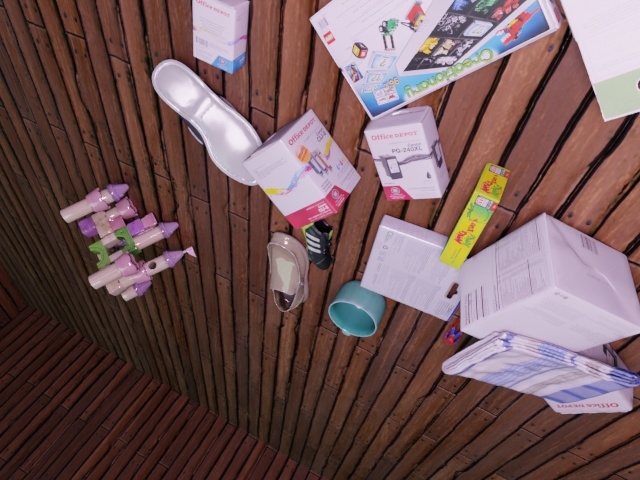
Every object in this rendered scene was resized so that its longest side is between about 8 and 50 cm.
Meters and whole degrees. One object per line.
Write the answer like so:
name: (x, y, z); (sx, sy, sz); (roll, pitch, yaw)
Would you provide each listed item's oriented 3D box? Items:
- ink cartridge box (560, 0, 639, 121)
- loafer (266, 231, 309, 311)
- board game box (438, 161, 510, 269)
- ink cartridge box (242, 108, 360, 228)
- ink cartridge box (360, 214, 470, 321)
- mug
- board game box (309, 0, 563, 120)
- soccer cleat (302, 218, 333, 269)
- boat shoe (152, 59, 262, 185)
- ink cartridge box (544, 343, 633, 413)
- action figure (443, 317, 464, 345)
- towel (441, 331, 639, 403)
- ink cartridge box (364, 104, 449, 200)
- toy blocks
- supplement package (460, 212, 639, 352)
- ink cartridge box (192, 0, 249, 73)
ink cartridge box: (0.389, -0.276, 0.528); (0.171, 0.056, 0.235); (-13, 125, 43)
loafer: (-0.087, 0.094, 1.205); (0.102, 0.092, 0.268); (13, 136, 24)
board game box: (0.273, -0.040, 0.817); (0.043, 0.092, 0.181); (26, 140, 13)
ink cartridge box: (-0.036, -0.140, 0.905); (0.127, 0.128, 0.176); (-20, 117, 45)
ink cartridge box: (0.215, 0.066, 1.000); (0.224, 0.045, 0.223); (23, 140, 9)
mug: (0.090, 0.167, 1.151); (0.129, 0.097, 0.158); (48, 140, -16)
board game box: (0.149, -0.319, 0.654); (0.305, 0.053, 0.193); (-16, 119, 44)
soccer cleat: (0.000, 0.000, 1.078); (0.072, 0.060, 0.178); (2, 128, 32)
boat shoe: (-0.219, -0.248, 0.961); (0.114, 0.091, 0.302); (-36, 109, 3)
ink cartridge box: (0.511, 0.253, 0.944); (0.219, 0.092, 0.160); (47, 140, -15)
action figure: (0.325, 0.225, 1.100); (0.038, 0.030, 0.115); (29, 146, 15)
towel: (0.396, 0.247, 0.846); (0.285, 0.034, 0.209); (18, 146, -9)
ink cartridge box: (0.155, -0.151, 0.811); (0.109, 0.063, 0.150); (0, 130, 35)
toy blocks: (-0.547, -0.003, 1.368); (0.288, 0.260, 0.309); (58, 170, 16)
supplement package: (0.385, 0.092, 0.791); (0.194, 0.149, 0.203); (24, 143, -16)
ink cartridge box: (-0.181, -0.382, 0.823); (0.089, 0.052, 0.122); (28, 142, 8)
